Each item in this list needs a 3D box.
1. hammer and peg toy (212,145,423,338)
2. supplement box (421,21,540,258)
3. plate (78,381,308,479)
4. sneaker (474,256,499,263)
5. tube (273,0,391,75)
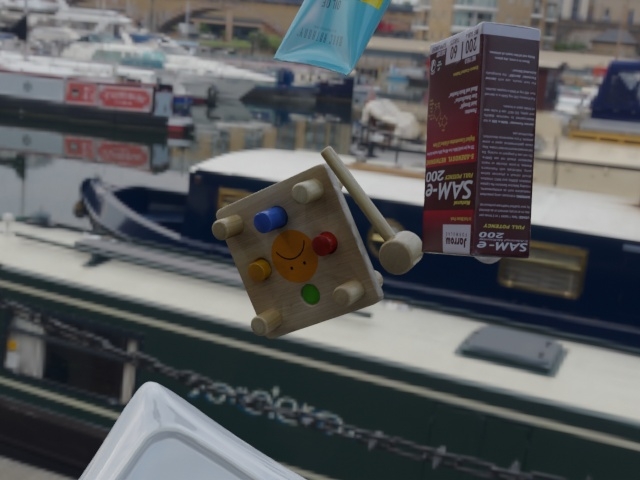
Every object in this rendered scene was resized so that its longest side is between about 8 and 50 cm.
[{"bbox_3d":[0.000,0.000,1.550,0.361,0.265,0.127,-23,0,32],"label":"hammer and peg toy"},{"bbox_3d":[0.170,-0.102,0.988,0.073,0.239,0.130,2,0,-18],"label":"supplement box"},{"bbox_3d":[-0.144,0.326,0.962,0.278,0.277,0.045,33,-28,0],"label":"plate"},{"bbox_3d":[0.276,-0.051,1.386,0.115,0.232,0.090,32,-44,-26],"label":"sneaker"},{"bbox_3d":[0.042,-0.208,0.630,0.052,0.207,0.080,31,-5,-39],"label":"tube"}]
